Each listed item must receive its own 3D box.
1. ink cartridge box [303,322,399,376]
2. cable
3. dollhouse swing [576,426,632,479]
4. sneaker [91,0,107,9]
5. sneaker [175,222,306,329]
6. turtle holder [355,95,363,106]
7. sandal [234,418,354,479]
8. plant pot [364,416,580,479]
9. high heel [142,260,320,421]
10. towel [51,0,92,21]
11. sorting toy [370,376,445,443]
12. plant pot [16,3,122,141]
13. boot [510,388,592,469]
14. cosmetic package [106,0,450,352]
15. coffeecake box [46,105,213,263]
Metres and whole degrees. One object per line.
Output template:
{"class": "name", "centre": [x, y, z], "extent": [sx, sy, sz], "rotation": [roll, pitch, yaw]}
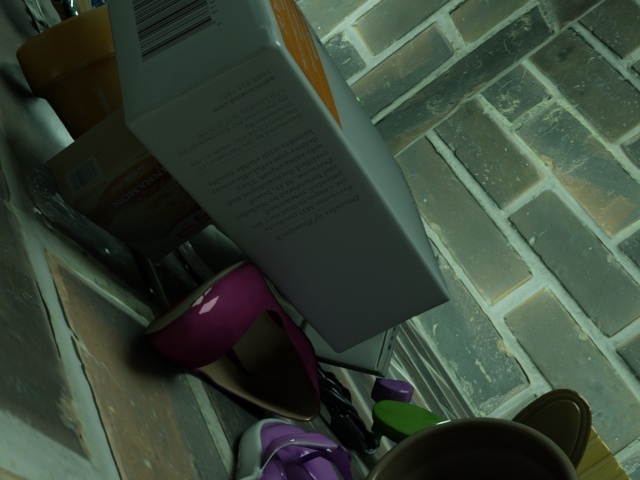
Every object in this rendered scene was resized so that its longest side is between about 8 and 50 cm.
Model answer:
{"class": "ink cartridge box", "centre": [0.051, 0.136, 1.650], "extent": [0.128, 0.127, 0.176], "rotation": [13, -10, 11]}
{"class": "cable", "centre": [0.023, 0.231, 1.565], "extent": [0.184, 0.047, 0.150], "rotation": [52, 6, -12]}
{"class": "dollhouse swing", "centre": [0.362, 0.458, 1.670], "extent": [0.347, 0.305, 0.315], "rotation": [56, 6, 18]}
{"class": "sneaker", "centre": [-0.426, -0.467, 1.958], "extent": [0.081, 0.080, 0.211], "rotation": [50, 7, -2]}
{"class": "sneaker", "centre": [-0.112, 0.029, 1.394], "extent": [0.271, 0.108, 0.100], "rotation": [53, 7, 14]}
{"class": "turtle holder", "centre": [-0.090, -0.121, 1.514], "extent": [0.320, 0.243, 0.227], "rotation": [35, 48, -39]}
{"class": "sandal", "centre": [-0.002, 0.245, 0.987], "extent": [0.169, 0.102, 0.416], "rotation": [54, 5, 0]}
{"class": "plant pot", "centre": [0.190, 0.379, 1.244], "extent": [0.263, 0.263, 0.229], "rotation": [-118, -172, -56]}
{"class": "high heel", "centre": [-0.065, 0.125, 1.107], "extent": [0.181, 0.127, 0.377], "rotation": [54, 7, 5]}
{"class": "towel", "centre": [-0.384, -0.443, 1.565], "extent": [0.271, 0.040, 0.370], "rotation": [82, -8, -73]}
{"class": "sorting toy", "centre": [0.128, 0.331, 1.584], "extent": [0.127, 0.126, 0.365], "rotation": [13, 13, -13]}
{"class": "plant pot", "centre": [-0.233, -0.172, 1.273], "extent": [0.205, 0.205, 0.188], "rotation": [-70, 138, -83]}
{"class": "boot", "centre": [0.292, 0.334, 1.471], "extent": [0.109, 0.283, 0.220], "rotation": [23, 0, 17]}
{"class": "cosmetic package", "centre": [-0.033, -0.095, 1.135], "extent": [0.453, 0.161, 0.230], "rotation": [51, 17, -48]}
{"class": "coffeecake box", "centre": [-0.187, -0.068, 1.176], "extent": [0.068, 0.142, 0.185], "rotation": [58, 8, 30]}
